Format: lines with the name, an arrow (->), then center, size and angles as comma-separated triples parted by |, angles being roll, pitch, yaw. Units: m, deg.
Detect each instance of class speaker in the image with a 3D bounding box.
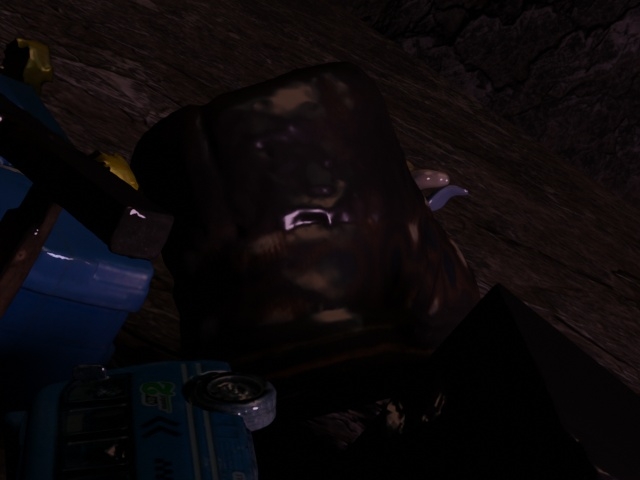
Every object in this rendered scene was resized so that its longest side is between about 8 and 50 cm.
speaker -> 0.141, 0.181, 0.841 | 0.232, 0.184, 0.254 | 38, 12, -11

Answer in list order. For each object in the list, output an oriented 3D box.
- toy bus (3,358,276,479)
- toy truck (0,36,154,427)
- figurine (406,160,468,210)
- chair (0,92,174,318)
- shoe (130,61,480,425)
toy bus -> -0.079, 0.148, 0.700 | 0.134, 0.113, 0.246 | -2, 21, -8
toy truck -> -0.243, -0.041, 0.979 | 0.161, 0.162, 0.385 | 18, 19, -39
figurine -> 0.056, -0.070, 1.739 | 0.208, 0.128, 0.184 | 33, 10, -18
chair -> -0.289, -0.031, 0.699 | 0.203, 0.240, 0.416 | 11, 24, -45
shoe -> 0.000, 0.000, 1.073 | 0.384, 0.171, 0.237 | 5, 71, -71
